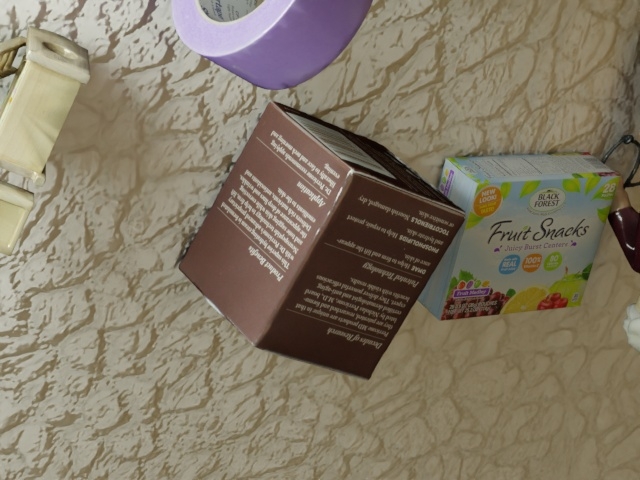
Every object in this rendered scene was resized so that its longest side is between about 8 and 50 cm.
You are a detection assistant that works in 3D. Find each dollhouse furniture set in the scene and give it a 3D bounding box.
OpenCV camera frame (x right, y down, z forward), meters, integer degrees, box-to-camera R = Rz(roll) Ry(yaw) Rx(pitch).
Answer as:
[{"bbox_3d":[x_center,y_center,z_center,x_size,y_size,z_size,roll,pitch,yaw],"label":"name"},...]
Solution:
[{"bbox_3d":[-0.313,-0.110,1.602,0.161,0.101,0.182,22,106,-16],"label":"dollhouse furniture set"}]

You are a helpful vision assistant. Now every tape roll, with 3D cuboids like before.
[{"bbox_3d":[-0.041,-0.236,1.617,0.080,0.189,0.189,27,101,-41],"label":"tape roll"}]

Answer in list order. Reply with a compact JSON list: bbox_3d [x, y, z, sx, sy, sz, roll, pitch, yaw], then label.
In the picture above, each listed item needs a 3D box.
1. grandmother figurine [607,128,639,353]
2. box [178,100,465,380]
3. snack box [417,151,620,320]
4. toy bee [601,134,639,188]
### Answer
[{"bbox_3d":[0.400,-0.029,2.007,0.104,0.208,0.342,-2,103,-32],"label":"grandmother figurine"},{"bbox_3d":[0.000,0.000,1.809,0.167,0.168,0.203,19,107,-41],"label":"box"},{"bbox_3d":[0.218,-0.007,2.022,0.207,0.070,0.175,-4,120,-34],"label":"snack box"},{"bbox_3d":[0.500,-0.078,2.111,0.298,0.162,0.195,-35,134,-11],"label":"toy bee"}]
